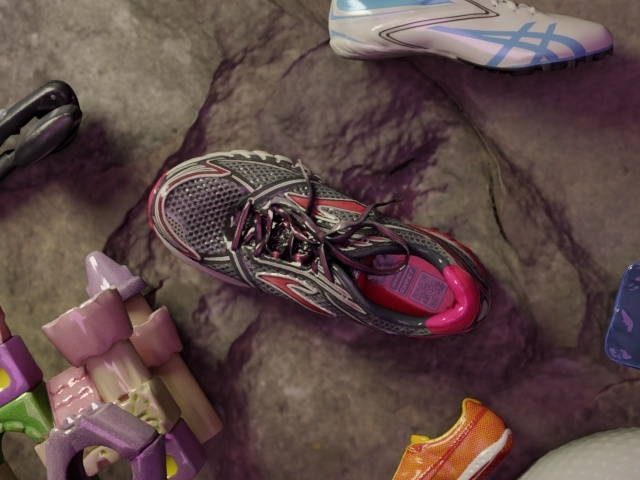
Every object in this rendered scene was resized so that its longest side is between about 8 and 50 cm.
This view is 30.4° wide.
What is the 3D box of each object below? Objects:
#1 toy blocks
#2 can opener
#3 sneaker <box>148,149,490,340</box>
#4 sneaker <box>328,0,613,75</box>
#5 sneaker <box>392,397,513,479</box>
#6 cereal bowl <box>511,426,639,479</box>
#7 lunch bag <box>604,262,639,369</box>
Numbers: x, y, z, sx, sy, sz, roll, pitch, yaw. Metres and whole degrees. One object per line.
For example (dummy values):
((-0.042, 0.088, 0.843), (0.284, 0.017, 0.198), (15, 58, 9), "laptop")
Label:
((-0.261, 0.130, 0.907), (0.289, 0.309, 0.260), (-30, 95, 5), "toy blocks")
((-0.286, -0.076, 1.033), (0.186, 0.073, 0.059), (-31, 96, 15), "can opener")
((0.000, 0.000, 0.978), (0.299, 0.112, 0.120), (16, 93, 6), "sneaker")
((0.125, -0.183, 0.973), (0.237, 0.085, 0.086), (6, 103, 5), "sneaker")
((0.088, 0.208, 1.009), (0.175, 0.064, 0.067), (-45, 67, 0), "sneaker")
((0.272, 0.321, 0.925), (0.339, 0.141, 0.338), (0, 85, 3), "cereal bowl")
((0.280, 0.060, 0.976), (0.067, 0.065, 0.098), (18, 94, 21), "lunch bag")
